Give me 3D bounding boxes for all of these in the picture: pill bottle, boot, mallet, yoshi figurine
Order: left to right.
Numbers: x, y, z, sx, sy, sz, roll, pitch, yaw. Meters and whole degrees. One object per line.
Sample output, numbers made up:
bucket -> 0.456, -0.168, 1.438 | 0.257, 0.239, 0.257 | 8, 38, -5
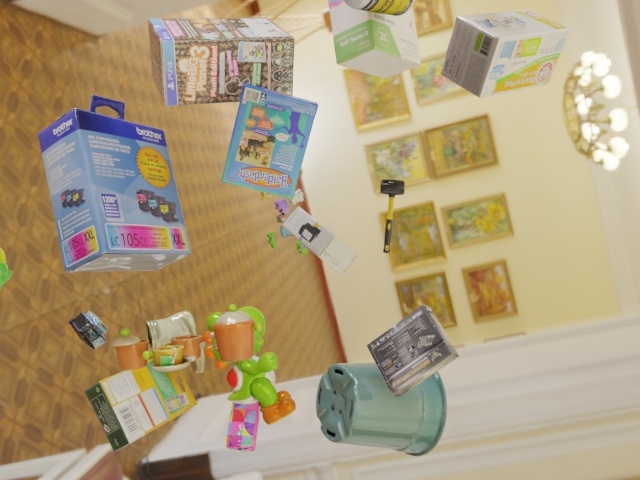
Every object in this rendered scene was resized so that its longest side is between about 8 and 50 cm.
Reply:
boot -> -0.475, 0.346, 2.047 | 0.165, 0.077, 0.213 | -12, 79, -38
yoshi figurine -> -0.187, 0.345, 1.868 | 0.362, 0.204, 0.203 | 57, 31, -3
pill bottle -> 0.110, -0.546, 1.350 | 0.103, 0.184, 0.103 | 12, -76, 54
mallet -> 0.166, -0.063, 1.589 | 0.039, 0.062, 0.189 | -79, 180, -77

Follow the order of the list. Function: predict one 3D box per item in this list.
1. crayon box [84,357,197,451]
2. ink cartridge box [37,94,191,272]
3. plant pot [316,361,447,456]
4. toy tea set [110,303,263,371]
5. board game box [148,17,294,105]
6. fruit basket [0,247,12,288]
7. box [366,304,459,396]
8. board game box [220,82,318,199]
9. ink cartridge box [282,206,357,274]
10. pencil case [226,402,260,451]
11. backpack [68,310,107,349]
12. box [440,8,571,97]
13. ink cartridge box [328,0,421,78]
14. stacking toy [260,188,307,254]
crayon box -> -0.554, 0.495, 1.972 | 0.203, 0.083, 0.323 | 61, 27, 7
ink cartridge box -> -0.478, -0.133, 1.458 | 0.270, 0.151, 0.395 | 3, 68, -59
plant pot -> 0.187, 0.550, 2.122 | 0.341, 0.334, 0.341 | -29, -124, 55
toy tea set -> -0.299, 0.215, 1.429 | 0.200, 0.336, 0.124 | 175, -90, -67
board game box -> -0.231, -0.418, 1.445 | 0.232, 0.291, 0.141 | -124, -148, -54
fruit basket -> -0.838, 0.017, 1.254 | 0.283, 0.392, 0.392 | -43, 132, -30
box -> 0.276, 0.334, 1.909 | 0.056, 0.231, 0.183 | 26, 30, -53
board game box -> -0.109, -0.207, 1.325 | 0.047, 0.160, 0.210 | -106, -148, -70
ink cartridge box -> 0.000, 0.000, 1.685 | 0.175, 0.072, 0.127 | 39, 0, 41
pencil case -> -0.236, 0.546, 1.991 | 0.104, 0.104, 0.236 | 60, 32, -62
backpack -> -0.757, 0.298, 2.082 | 0.105, 0.084, 0.114 | 27, -35, 40
box -> 0.336, -0.342, 1.139 | 0.103, 0.203, 0.114 | 45, -41, 36
ink cartridge box -> 0.122, -0.595, 1.526 | 0.207, 0.119, 0.353 | -2, 83, -49
stacking toy -> -0.111, -0.068, 1.990 | 0.052, 0.167, 0.221 | -23, 114, -37
